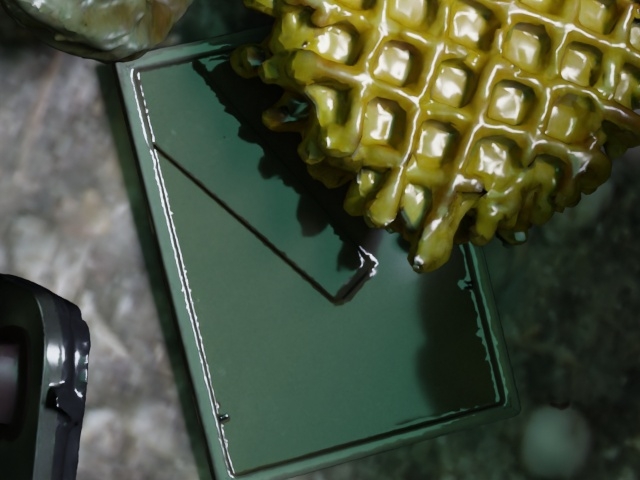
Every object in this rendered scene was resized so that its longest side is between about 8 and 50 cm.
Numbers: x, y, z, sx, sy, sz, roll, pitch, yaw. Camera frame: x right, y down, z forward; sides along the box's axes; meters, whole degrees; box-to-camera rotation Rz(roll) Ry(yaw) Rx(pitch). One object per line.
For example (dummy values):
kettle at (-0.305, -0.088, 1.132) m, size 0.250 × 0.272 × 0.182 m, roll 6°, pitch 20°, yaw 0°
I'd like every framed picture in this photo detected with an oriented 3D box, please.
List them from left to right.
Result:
framed picture at (0.000, 0.000, 0.793) m, size 0.150 × 0.015 × 0.203 m, roll -14°, pitch 91°, yaw -13°

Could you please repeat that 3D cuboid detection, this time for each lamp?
lamp at (-0.239, 0.106, 0.681) m, size 0.283 × 0.124 × 0.203 m, roll 4°, pitch 96°, yaw -11°

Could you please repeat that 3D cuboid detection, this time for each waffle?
waffle at (0.063, -0.096, 0.769) m, size 0.197 × 0.070 × 0.193 m, roll -40°, pitch 97°, yaw -14°

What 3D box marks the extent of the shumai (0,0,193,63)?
shumai at (-0.083, -0.213, 0.693) m, size 0.218 × 0.189 × 0.256 m, roll -28°, pitch 94°, yaw -13°
